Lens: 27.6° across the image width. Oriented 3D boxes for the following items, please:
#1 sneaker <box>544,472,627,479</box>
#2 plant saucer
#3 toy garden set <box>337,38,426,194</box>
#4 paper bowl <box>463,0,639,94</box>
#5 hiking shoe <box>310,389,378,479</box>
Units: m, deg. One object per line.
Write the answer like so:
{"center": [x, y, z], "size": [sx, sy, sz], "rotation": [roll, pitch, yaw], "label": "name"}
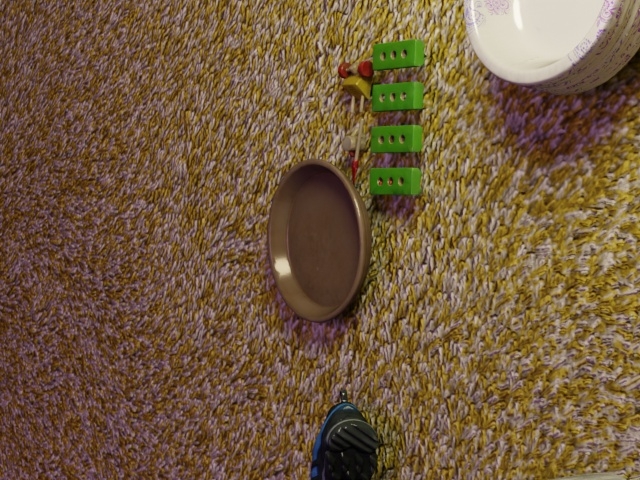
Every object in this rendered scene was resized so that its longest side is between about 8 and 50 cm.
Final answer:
{"center": [0.313, 0.398, 1.765], "size": [0.296, 0.105, 0.147], "rotation": [-25, 68, 51], "label": "sneaker"}
{"center": [0.000, 0.000, 2.204], "size": [0.278, 0.041, 0.278], "rotation": [4, 95, 53], "label": "plant saucer"}
{"center": [0.105, -0.196, 2.126], "size": [0.204, 0.049, 0.244], "rotation": [4, 93, 54], "label": "toy garden set"}
{"center": [0.344, -0.342, 1.789], "size": [0.284, 0.148, 0.284], "rotation": [-8, 80, 49], "label": "paper bowl"}
{"center": [0.032, 0.406, 2.110], "size": [0.132, 0.113, 0.304], "rotation": [-104, 27, -68], "label": "hiking shoe"}
